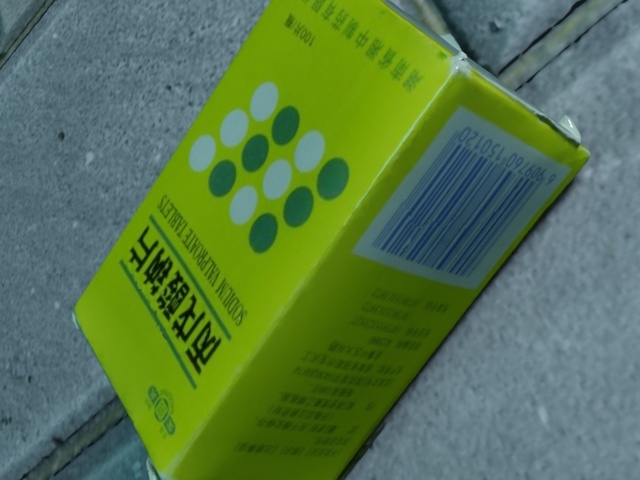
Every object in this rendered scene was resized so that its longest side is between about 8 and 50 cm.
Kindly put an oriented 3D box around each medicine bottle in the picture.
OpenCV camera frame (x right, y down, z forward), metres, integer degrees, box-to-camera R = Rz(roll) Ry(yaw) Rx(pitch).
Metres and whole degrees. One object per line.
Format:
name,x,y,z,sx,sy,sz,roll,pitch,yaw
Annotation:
medicine bottle,0.000,0.000,0.462,0.250,0.141,0.137,-54,51,15
